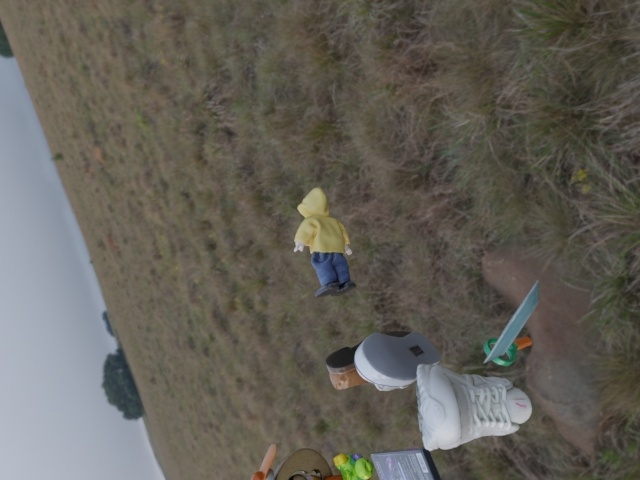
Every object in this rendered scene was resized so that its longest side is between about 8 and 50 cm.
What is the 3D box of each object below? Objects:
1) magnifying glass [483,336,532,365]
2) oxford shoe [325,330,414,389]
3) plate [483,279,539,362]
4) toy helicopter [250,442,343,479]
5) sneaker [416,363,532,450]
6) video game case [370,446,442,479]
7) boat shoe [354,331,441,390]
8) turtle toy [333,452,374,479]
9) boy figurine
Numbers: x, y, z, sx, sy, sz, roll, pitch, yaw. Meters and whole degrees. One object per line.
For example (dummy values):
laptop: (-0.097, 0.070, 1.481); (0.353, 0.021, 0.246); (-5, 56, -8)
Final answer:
magnifying glass: (0.577, 0.326, 1.590); (0.092, 0.231, 0.026); (50, 128, 33)
oxford shoe: (0.113, 0.241, 1.059); (0.076, 0.212, 0.076); (-136, 33, -63)
plate: (0.365, 0.156, 0.977); (0.024, 0.188, 0.188); (33, 143, 21)
toy helicopter: (-0.101, 0.648, 1.226); (0.235, 0.355, 0.140); (47, 142, -8)
sneaker: (0.176, 0.183, 0.592); (0.232, 0.115, 0.090); (28, -123, -65)
video game case: (0.234, 0.635, 1.337); (0.196, 0.026, 0.274); (68, 152, 15)
boat shoe: (0.119, 0.209, 0.856); (0.084, 0.258, 0.095); (-48, 59, 18)
turtle toy: (0.080, 0.514, 1.163); (0.130, 0.066, 0.095); (106, 144, -63)
boy figurine: (0.000, 0.000, 1.349); (0.092, 0.177, 0.285); (-35, 66, 47)
